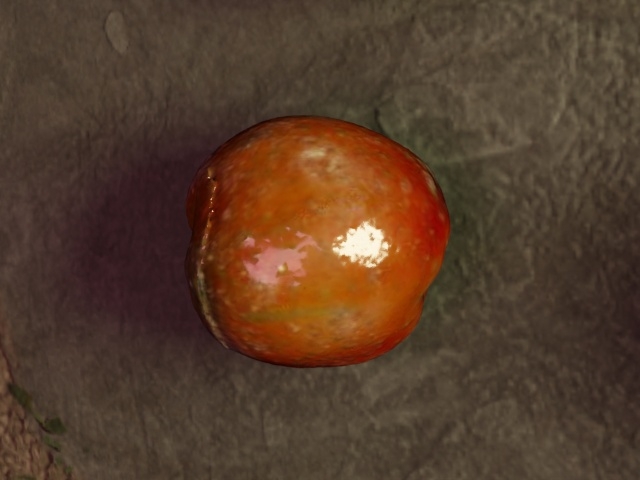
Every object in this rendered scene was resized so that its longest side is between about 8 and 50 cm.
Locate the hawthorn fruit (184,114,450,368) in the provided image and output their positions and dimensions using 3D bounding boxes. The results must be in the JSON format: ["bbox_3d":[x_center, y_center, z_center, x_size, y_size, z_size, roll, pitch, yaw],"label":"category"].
[{"bbox_3d":[0.000,0.000,1.038,0.173,0.173,0.173,5,100,30],"label":"hawthorn fruit"}]
